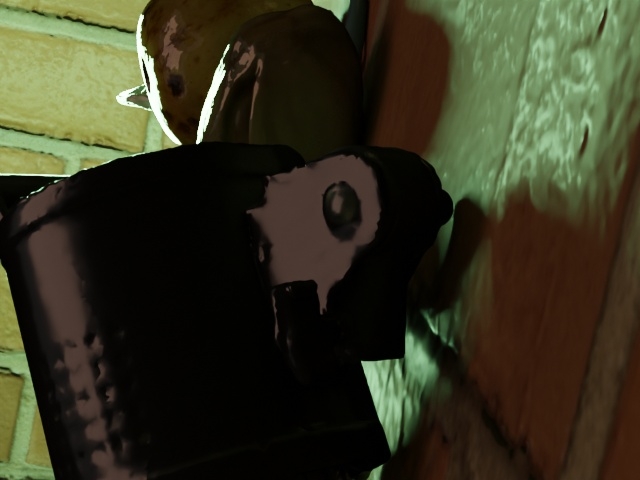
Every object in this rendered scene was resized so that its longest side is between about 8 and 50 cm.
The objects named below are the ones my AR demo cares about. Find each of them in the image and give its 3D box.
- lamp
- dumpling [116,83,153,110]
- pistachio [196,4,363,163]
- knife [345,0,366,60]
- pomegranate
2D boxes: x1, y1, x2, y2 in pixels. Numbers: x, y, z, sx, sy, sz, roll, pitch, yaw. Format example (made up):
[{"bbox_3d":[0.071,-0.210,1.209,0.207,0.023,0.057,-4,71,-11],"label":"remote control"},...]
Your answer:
[{"bbox_3d":[-0.087,0.079,0.857,0.374,0.205,0.272,-3,88,41],"label":"lamp"},{"bbox_3d":[-0.128,-0.206,1.682,0.293,0.205,0.163,-78,13,-75],"label":"dumpling"},{"bbox_3d":[-0.031,-0.088,1.166,0.138,0.153,0.237,32,120,37],"label":"pistachio"},{"bbox_3d":[0.038,-0.269,1.312,0.044,0.019,0.313,108,171,-53],"label":"knife"},{"bbox_3d":[-0.080,-0.185,1.412,0.215,0.215,0.215,-170,90,-81],"label":"pomegranate"}]
